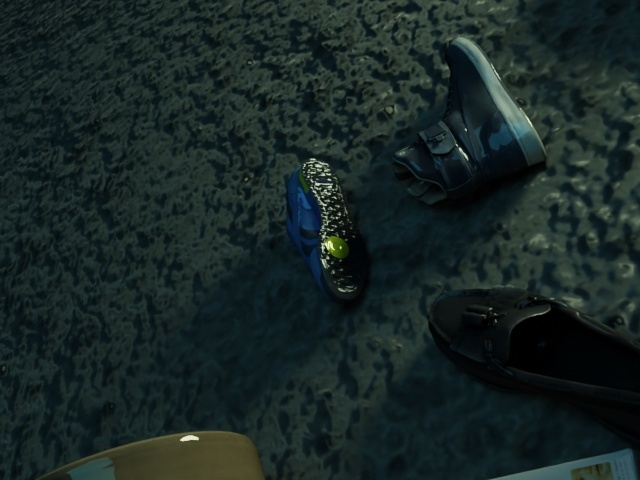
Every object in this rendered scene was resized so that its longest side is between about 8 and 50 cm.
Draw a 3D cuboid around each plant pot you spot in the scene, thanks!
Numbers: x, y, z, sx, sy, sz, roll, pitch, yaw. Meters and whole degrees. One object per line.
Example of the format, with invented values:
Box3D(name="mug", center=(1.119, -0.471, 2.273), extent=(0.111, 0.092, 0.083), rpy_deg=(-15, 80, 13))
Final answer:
Box3D(name="plant pot", center=(-0.154, 0.334, 0.820), extent=(0.263, 0.263, 0.229), rpy_deg=(-27, 64, 16))

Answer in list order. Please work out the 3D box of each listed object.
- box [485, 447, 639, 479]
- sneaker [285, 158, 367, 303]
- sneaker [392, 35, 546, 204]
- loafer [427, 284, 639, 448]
Box3D(name="box", center=(0.175, 0.260, 0.718), extent=(0.203, 0.103, 0.114), rpy_deg=(-19, 48, 23))
Box3D(name="sneaker", center=(0.000, 0.000, 1.088), extent=(0.082, 0.069, 0.209), rpy_deg=(-52, 42, 41))
Box3D(name="sneaker", center=(0.150, -0.143, 1.064), extent=(0.163, 0.086, 0.226), rpy_deg=(-29, 46, 10))
Box3D(name="loafer", center=(0.216, 0.097, 0.822), extent=(0.302, 0.095, 0.109), rpy_deg=(22, 71, 44))
